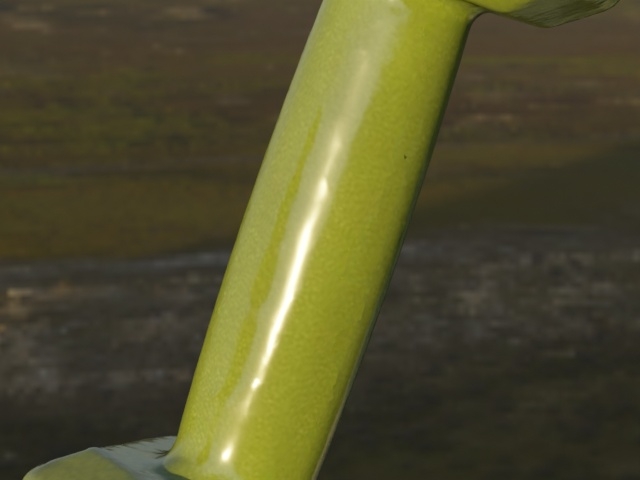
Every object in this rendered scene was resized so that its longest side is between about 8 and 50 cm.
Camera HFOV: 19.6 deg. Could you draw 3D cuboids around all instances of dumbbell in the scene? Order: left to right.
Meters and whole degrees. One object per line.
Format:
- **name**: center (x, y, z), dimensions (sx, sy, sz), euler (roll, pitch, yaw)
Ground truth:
- **dumbbell**: center (0.000, 0.000, 0.524), dimensions (0.121, 0.302, 0.108), euler (17, 6, -8)
